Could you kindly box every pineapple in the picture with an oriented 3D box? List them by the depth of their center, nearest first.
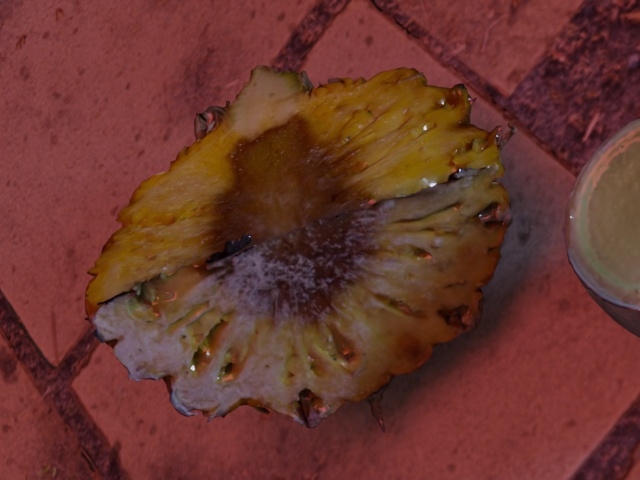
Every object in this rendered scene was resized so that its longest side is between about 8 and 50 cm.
[{"bbox_3d":[0.000,-0.002,1.104,0.344,0.209,0.286,-21,31,7],"label":"pineapple"}]

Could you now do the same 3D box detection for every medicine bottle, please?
[{"bbox_3d":[0.249,0.004,0.878,0.147,0.143,0.147,-17,60,32],"label":"medicine bottle"}]
